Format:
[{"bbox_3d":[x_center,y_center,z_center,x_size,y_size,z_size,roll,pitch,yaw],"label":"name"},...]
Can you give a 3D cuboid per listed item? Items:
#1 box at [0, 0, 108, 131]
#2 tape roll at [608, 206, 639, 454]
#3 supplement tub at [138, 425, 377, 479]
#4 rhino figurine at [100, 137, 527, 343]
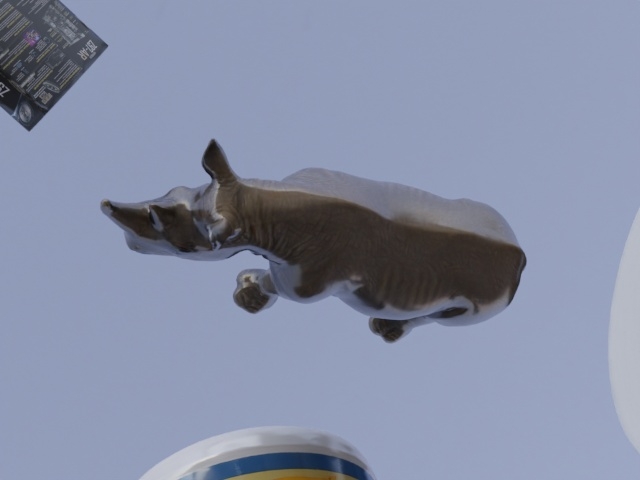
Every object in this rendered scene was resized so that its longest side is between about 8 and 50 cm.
[{"bbox_3d":[-0.161,-0.107,0.729,0.067,0.018,0.083,43,-143,-13],"label":"box"},{"bbox_3d":[0.328,0.050,0.914,0.169,0.246,0.246,13,-89,-11],"label":"tape roll"},{"bbox_3d":[-0.021,0.211,0.668,0.144,0.199,0.144,-10,-38,-8],"label":"supplement tub"},{"bbox_3d":[0.000,0.000,0.682,0.243,0.106,0.073,12,-109,-31],"label":"rhino figurine"}]
